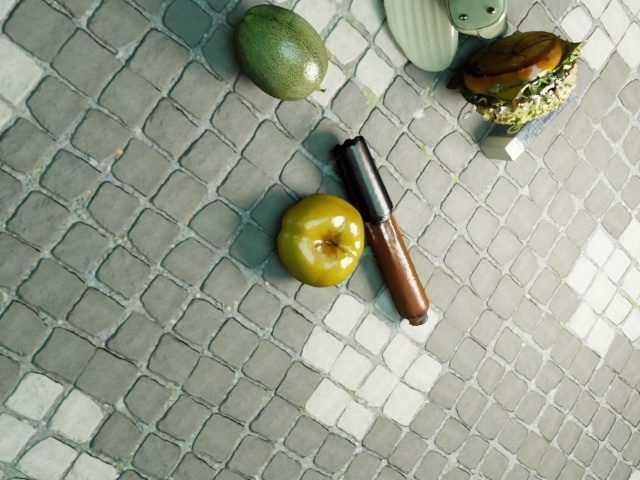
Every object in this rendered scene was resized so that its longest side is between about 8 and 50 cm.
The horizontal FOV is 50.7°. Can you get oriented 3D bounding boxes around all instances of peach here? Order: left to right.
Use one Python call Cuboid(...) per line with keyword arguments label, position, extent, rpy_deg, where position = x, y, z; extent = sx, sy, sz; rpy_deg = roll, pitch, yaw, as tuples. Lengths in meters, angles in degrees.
Cuboid(label="peach", position=(0.000, 0.000, 1.264), extent=(0.179, 0.103, 0.179), rpy_deg=(-6, 101, -29))

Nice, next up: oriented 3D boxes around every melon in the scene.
Cuboid(label="melon", position=(-0.061, -0.316, 1.159), extent=(0.192, 0.139, 0.139), rpy_deg=(40, 81, -23))

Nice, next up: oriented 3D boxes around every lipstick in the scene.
Cuboid(label="lipstick", position=(0.127, -0.008, 1.339), extent=(0.077, 0.077, 0.418), rpy_deg=(-31, 112, -18))

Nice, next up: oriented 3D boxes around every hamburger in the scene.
Cuboid(label="hamburger", position=(0.386, -0.311, 1.324), extent=(0.262, 0.243, 0.138), rpy_deg=(-31, 120, -10))

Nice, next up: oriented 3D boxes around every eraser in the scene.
Cuboid(label="eraser", position=(0.441, -0.256, 1.438), extent=(0.212, 0.092, 0.046), rpy_deg=(-46, 116, -10))

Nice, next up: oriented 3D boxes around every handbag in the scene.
Cuboid(label="handbag", position=(0.313, -0.492, 1.247), extent=(0.315, 0.109, 0.241), rpy_deg=(-36, 121, -57))

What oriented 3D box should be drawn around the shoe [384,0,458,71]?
Cuboid(label="shoe", position=(0.200, -0.512, 1.272), extent=(0.160, 0.132, 0.362), rpy_deg=(-52, 135, -43))
